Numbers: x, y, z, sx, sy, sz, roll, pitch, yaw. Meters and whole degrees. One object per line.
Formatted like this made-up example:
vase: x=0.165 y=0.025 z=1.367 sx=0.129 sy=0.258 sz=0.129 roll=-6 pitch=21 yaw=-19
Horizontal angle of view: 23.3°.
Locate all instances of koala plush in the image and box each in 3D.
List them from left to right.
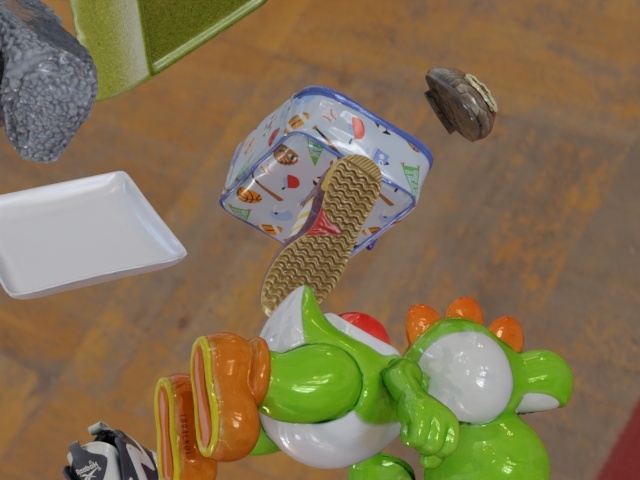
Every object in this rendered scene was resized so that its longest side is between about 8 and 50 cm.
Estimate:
koala plush: x=-0.283 y=-0.077 z=1.029 sx=0.221 sy=0.196 sz=0.203 roll=-62 pitch=27 yaw=15

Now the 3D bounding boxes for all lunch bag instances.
lunch bag: x=0.008 y=-0.082 z=2.209 sx=0.303 sy=0.243 sz=0.115 roll=-37 pitch=30 yaw=55

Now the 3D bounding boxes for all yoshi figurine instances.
yoshi figurine: x=0.057 y=0.168 z=1.288 sx=0.362 sy=0.203 sz=0.203 roll=0 pitch=25 yaw=-25

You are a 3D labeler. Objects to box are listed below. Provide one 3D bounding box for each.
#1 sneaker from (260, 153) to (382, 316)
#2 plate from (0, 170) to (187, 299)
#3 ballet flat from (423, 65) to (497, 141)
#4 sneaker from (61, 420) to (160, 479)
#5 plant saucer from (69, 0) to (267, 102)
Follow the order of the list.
sneaker: x=0.000 y=0.000 z=1.548 sx=0.069 sy=0.084 sz=0.185 roll=34 pitch=85 yaw=-6
plate: x=-0.376 y=-0.002 z=2.339 sx=0.277 sy=0.045 sz=0.278 roll=-13 pitch=35 yaw=-24
ballet flat: x=0.145 y=-0.142 z=1.545 sx=0.058 sy=0.250 sz=0.084 roll=-32 pitch=91 yaw=2
sneaker: x=-0.234 y=0.297 z=1.724 sx=0.094 sy=0.153 sz=0.235 roll=-24 pitch=33 yaw=24
plant saucer: x=-0.103 y=-0.211 z=1.154 sx=0.045 sy=0.188 sz=0.188 roll=30 pitch=52 yaw=31
